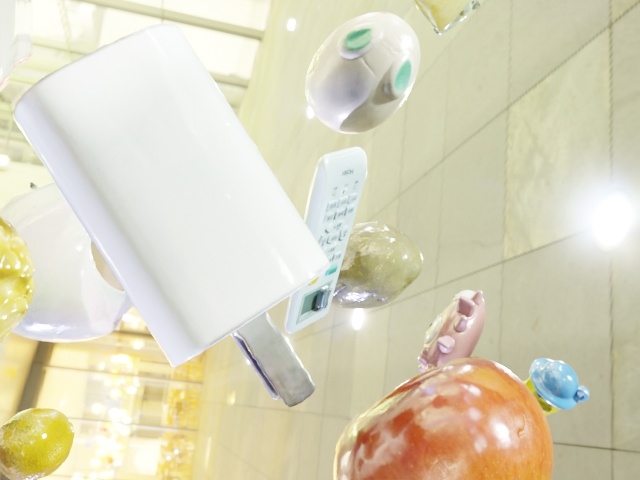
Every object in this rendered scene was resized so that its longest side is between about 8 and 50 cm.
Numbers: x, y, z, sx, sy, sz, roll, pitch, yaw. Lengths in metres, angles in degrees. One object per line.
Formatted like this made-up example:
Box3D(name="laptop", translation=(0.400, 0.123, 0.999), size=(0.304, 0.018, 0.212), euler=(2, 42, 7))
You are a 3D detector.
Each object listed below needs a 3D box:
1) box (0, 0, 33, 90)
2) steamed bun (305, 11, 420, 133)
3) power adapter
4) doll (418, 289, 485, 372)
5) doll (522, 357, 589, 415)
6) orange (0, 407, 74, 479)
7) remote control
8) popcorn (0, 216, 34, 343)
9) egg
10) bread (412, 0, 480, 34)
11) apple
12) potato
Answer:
Box3D(name="box", translation=(-0.435, -0.320, 0.621), size=(0.300, 0.313, 0.314), euler=(-131, 45, -65))
Box3D(name="steamed bun", translation=(0.073, -0.290, 1.199), size=(0.228, 0.177, 0.130), euler=(-43, 12, 23))
Box3D(name="power adapter", translation=(-0.087, 0.005, 0.486), size=(0.255, 0.124, 0.187), euler=(58, 166, 0))
Box3D(name="doll", translation=(0.244, 0.188, 1.285), size=(0.262, 0.093, 0.211), euler=(-47, -17, -32))
Box3D(name="doll", translation=(0.391, 0.331, 1.473), size=(0.199, 0.363, 0.145), euler=(62, -142, -27))
Box3D(name="orange", translation=(-0.347, 0.246, 0.830), size=(0.095, 0.085, 0.085), euler=(-36, -28, -47))
Box3D(name="remote control", translation=(0.001, 0.001, 1.024), size=(0.103, 0.051, 0.293), euler=(-22, -49, -49))
Box3D(name="popcorn", translation=(-0.464, 0.058, 0.780), size=(0.190, 0.250, 0.250), euler=(0, 80, 52))
Box3D(name="egg", translation=(-0.398, 0.070, 0.999), size=(0.161, 0.207, 0.270), euler=(-103, -2, -55))
Box3D(name="bread", translation=(0.093, -0.268, 0.655), size=(0.064, 0.156, 0.117), euler=(-41, 72, 18))
Box3D(name="apple", translation=(0.152, 0.272, 0.839), size=(0.206, 0.272, 0.251), euler=(59, 155, 27))
Box3D(name="potato", translation=(0.071, 0.047, 1.246), size=(0.178, 0.235, 0.160), euler=(18, -120, -60))
